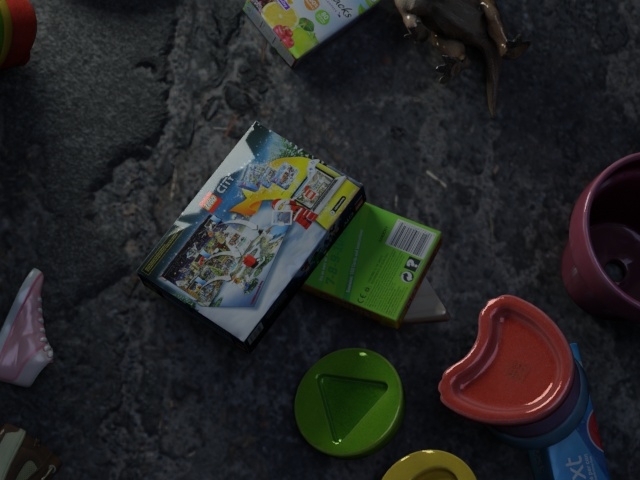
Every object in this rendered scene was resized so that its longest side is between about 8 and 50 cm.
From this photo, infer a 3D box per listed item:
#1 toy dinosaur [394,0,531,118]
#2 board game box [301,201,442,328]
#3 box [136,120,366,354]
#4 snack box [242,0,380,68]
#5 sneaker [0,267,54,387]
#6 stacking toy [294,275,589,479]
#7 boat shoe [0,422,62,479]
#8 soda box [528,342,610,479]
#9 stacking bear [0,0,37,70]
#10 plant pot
[{"bbox_3d":[0.155,-0.299,2.065,0.127,0.200,0.296,-38,114,12],"label":"toy dinosaur"},{"bbox_3d":[0.000,0.000,1.946,0.259,0.039,0.124,23,70,15],"label":"board game box"},{"bbox_3d":[-0.078,-0.006,1.918,0.159,0.044,0.233,32,74,20],"label":"box"},{"bbox_3d":[-0.011,-0.293,2.063,0.141,0.037,0.100,-37,86,-20],"label":"snack box"},{"bbox_3d":[-0.324,0.103,1.875,0.070,0.051,0.134,23,74,-7],"label":"sneaker"},{"bbox_3d":[0.141,0.201,1.918,0.279,0.130,0.309,36,82,31],"label":"stacking toy"},{"bbox_3d":[-0.359,0.326,1.782,0.095,0.095,0.257,30,70,-9],"label":"boat shoe"},{"bbox_3d":[0.285,0.232,1.962,0.071,0.067,0.210,-9,77,-14],"label":"soda box"},{"bbox_3d":[-0.416,-0.233,1.846,0.164,0.289,0.175,-27,91,20],"label":"stacking bear"},{"bbox_3d":[0.376,0.014,1.985,0.201,0.180,0.201,3,74,-12],"label":"plant pot"}]
